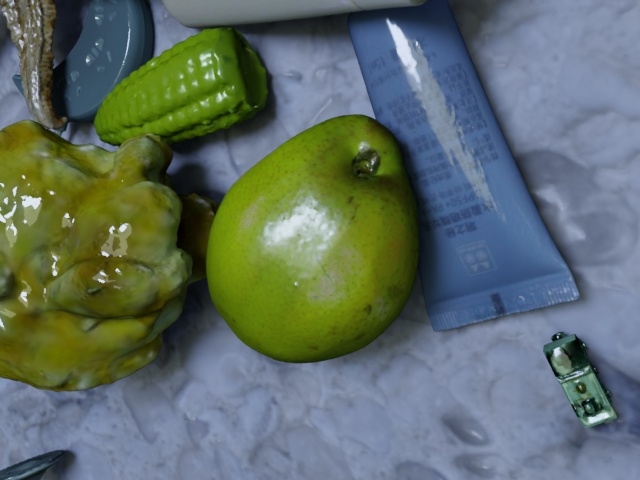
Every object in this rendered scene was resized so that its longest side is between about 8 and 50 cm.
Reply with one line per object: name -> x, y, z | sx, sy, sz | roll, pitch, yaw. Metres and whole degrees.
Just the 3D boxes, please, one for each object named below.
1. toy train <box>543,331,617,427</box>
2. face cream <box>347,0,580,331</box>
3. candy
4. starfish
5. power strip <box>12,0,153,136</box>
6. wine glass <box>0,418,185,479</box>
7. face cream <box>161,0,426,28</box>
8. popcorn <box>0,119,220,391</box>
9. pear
toy train -> 0.219, 0.118, 0.527 | 0.033, 0.053, 0.083 | -28, 82, 21
face cream -> 0.096, -0.114, 0.547 | 0.135, 0.086, 0.385 | -19, 90, 32
candy -> -0.154, -0.144, 0.641 | 0.209, 0.097, 0.097 | -14, 88, 27
starfish -> -0.330, -0.297, 0.645 | 0.375, 0.094, 0.327 | -37, 98, 31
power strip -> -0.267, -0.202, 0.706 | 0.137, 0.044, 0.216 | 42, 107, 13
wine glass -> -0.236, 0.390, 0.708 | 0.264, 0.096, 0.309 | -20, 87, 21
face cream -> -0.035, -0.268, 0.505 | 0.348, 0.081, 0.173 | 17, 127, 45
popcorn -> -0.237, 0.004, 0.613 | 0.276, 0.225, 0.276 | -3, 129, -3
pear -> 0.000, 0.000, 0.537 | 0.187, 0.187, 0.220 | 44, 117, 13
